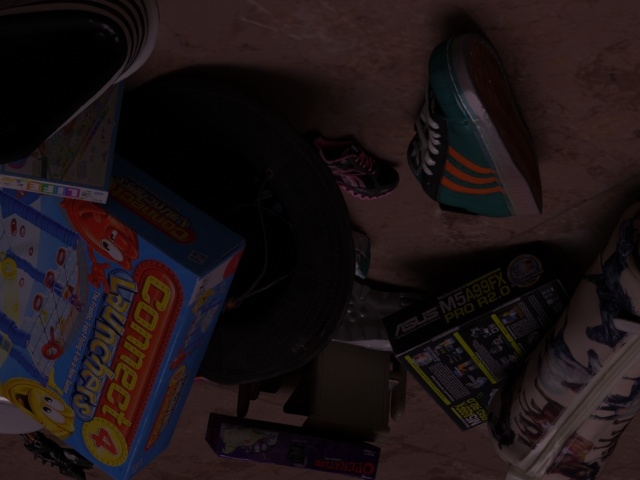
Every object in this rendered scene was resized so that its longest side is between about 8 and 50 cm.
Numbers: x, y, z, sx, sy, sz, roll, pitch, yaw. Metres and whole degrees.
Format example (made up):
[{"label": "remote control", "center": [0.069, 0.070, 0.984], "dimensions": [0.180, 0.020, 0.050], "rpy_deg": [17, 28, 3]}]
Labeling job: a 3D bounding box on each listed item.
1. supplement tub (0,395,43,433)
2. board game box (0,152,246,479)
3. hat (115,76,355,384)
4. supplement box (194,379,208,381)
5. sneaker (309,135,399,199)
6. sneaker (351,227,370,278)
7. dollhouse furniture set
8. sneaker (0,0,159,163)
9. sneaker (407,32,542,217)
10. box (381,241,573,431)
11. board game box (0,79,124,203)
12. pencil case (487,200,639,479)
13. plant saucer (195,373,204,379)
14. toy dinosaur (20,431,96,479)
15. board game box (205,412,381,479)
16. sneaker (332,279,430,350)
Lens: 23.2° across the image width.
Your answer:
[{"label": "supplement tub", "center": [-0.392, 0.128, 1.949], "dimensions": [0.144, 0.200, 0.144], "rpy_deg": [3, 154, 1]}, {"label": "board game box", "center": [-0.259, 0.049, 1.606], "dimensions": [0.302, 0.086, 0.308], "rpy_deg": [33, 127, 15]}, {"label": "hat", "center": [-0.084, -0.024, 1.619], "dimensions": [0.331, 0.331, 0.134], "rpy_deg": [-15, -172, 33]}, {"label": "supplement box", "center": [-0.220, 0.091, 1.952], "dimensions": [0.111, 0.114, 0.220], "rpy_deg": [-7, 153, 19]}, {"label": "sneaker", "center": [0.034, -0.081, 1.651], "dimensions": [0.119, 0.047, 0.057], "rpy_deg": [13, 141, -19]}, {"label": "sneaker", "center": [0.000, 0.000, 1.795], "dimensions": [0.076, 0.065, 0.166], "rpy_deg": [-2, 152, 21]}, {"label": "dollhouse furniture set", "center": [0.012, 0.216, 2.108], "dimensions": [0.212, 0.161, 0.242], "rpy_deg": [10, 153, -11]}, {"label": "sneaker", "center": [-0.361, -0.134, 1.277], "dimensions": [0.447, 0.169, 0.257], "rpy_deg": [-16, -165, 3]}, {"label": "sneaker", "center": [0.135, -0.096, 1.527], "dimensions": [0.121, 0.108, 0.302], "rpy_deg": [-9, 152, 15]}, {"label": "box", "center": [0.222, 0.126, 1.932], "dimensions": [0.216, 0.060, 0.270], "rpy_deg": [-26, 146, 11]}, {"label": "board game box", "center": [-0.245, -0.116, 1.491], "dimensions": [0.103, 0.154, 0.026], "rpy_deg": [10, 154, -10]}, {"label": "pencil case", "center": [0.331, 0.129, 1.781], "dimensions": [0.160, 0.183, 0.410], "rpy_deg": [37, 138, 10]}, {"label": "plant saucer", "center": [-0.170, 0.046, 1.775], "dimensions": [0.259, 0.048, 0.258], "rpy_deg": [-7, 123, -7]}, {"label": "toy dinosaur", "center": [-0.415, 0.228, 2.267], "dimensions": [0.218, 0.164, 0.322], "rpy_deg": [33, 163, -20]}, {"label": "board game box", "center": [-0.046, 0.275, 2.104], "dimensions": [0.208, 0.056, 0.347], "rpy_deg": [14, 175, -5]}, {"label": "sneaker", "center": [0.036, 0.099, 1.965], "dimensions": [0.235, 0.090, 0.095], "rpy_deg": [16, 161, -19]}]
